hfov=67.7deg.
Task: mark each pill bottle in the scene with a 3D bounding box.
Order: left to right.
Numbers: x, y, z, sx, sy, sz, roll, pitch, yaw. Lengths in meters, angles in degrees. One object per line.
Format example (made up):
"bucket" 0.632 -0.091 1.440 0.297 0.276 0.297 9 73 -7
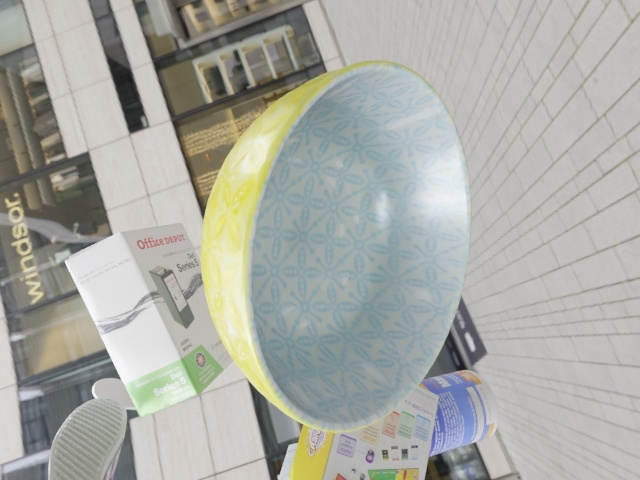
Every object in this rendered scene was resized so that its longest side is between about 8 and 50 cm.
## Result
"pill bottle" 0.225 0.374 1.015 0.152 0.272 0.152 176 90 -66

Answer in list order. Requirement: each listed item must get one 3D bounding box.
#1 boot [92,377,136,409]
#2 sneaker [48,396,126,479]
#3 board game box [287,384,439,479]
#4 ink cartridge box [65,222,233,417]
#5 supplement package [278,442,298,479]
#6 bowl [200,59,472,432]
"boot" -0.504 0.404 1.225 0.190 0.086 0.069 33 -129 -35
"sneaker" -0.376 0.399 0.760 0.282 0.102 0.161 -102 18 -58
"board game box" 0.063 0.351 0.715 0.242 0.064 0.316 37 -120 -35
"ink cartridge box" -0.266 0.117 0.803 0.272 0.115 0.198 65 -168 -2
"supplement package" 0.009 0.603 1.103 0.194 0.149 0.203 41 -139 -18
"bowl" 0.000 0.000 0.429 0.156 0.289 0.289 9 130 43
